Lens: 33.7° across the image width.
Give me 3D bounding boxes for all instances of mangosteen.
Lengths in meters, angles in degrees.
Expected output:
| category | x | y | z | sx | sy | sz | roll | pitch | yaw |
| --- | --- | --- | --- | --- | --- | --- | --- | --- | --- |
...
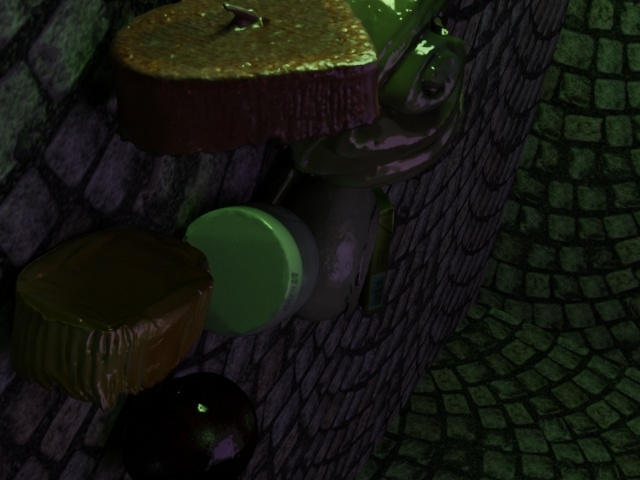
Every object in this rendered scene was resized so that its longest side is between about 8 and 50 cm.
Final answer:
| category | x | y | z | sx | sy | sz | roll | pitch | yaw |
| --- | --- | --- | --- | --- | --- | --- | --- | --- | --- |
| mangosteen | -0.189 | 0.307 | 1.582 | 0.216 | 0.216 | 0.216 | -55 | 160 | -32 |

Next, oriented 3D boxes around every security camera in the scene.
| category | x | y | z | sx | sy | sz | roll | pitch | yaw |
| --- | --- | --- | --- | --- | --- | --- | --- | --- | --- |
| security camera | -0.093 | 0.039 | 1.571 | 0.194 | 0.195 | 0.236 | -69 | 165 | 11 |

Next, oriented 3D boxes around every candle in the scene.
| category | x | y | z | sx | sy | sz | roll | pitch | yaw |
| --- | --- | --- | --- | --- | --- | --- | --- | --- | --- |
| candle | -0.067 | -0.206 | 1.173 | 0.317 | 0.287 | 0.131 | -46 | 149 | -41 |

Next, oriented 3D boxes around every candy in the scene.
| category | x | y | z | sx | sy | sz | roll | pitch | yaw |
| --- | --- | --- | --- | --- | --- | --- | --- | --- | --- |
| candy | 0.000 | 0.000 | 1.798 | 0.295 | 0.185 | 0.295 | 11 | 90 | -86 |

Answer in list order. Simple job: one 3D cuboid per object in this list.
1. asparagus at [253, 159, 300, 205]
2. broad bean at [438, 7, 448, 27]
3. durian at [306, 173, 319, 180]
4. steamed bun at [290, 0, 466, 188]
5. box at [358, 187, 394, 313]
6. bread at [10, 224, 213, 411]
| category | x | y | z | sx | sy | sz | roll | pitch | yaw |
| --- | --- | --- | --- | --- | --- | --- | --- | --- | --- |
| asparagus | -0.090 | -0.054 | 1.692 | 0.178 | 0.045 | 0.041 | -59 | 147 | -19 |
| broad bean | 0.115 | -0.400 | 1.764 | 0.189 | 0.121 | 0.263 | -59 | 147 | -5 |
| durian | 0.008 | -0.190 | 1.723 | 0.220 | 0.095 | 0.137 | -47 | 170 | -40 |
| steamed bun | 0.093 | -0.253 | 1.526 | 0.339 | 0.247 | 0.352 | -39 | 121 | -51 |
| box | 0.079 | -0.014 | 2.050 | 0.043 | 0.173 | 0.311 | -18 | 142 | -16 |
| bread | -0.237 | 0.087 | 1.220 | 0.250 | 0.179 | 0.133 | -40 | 154 | -55 |
